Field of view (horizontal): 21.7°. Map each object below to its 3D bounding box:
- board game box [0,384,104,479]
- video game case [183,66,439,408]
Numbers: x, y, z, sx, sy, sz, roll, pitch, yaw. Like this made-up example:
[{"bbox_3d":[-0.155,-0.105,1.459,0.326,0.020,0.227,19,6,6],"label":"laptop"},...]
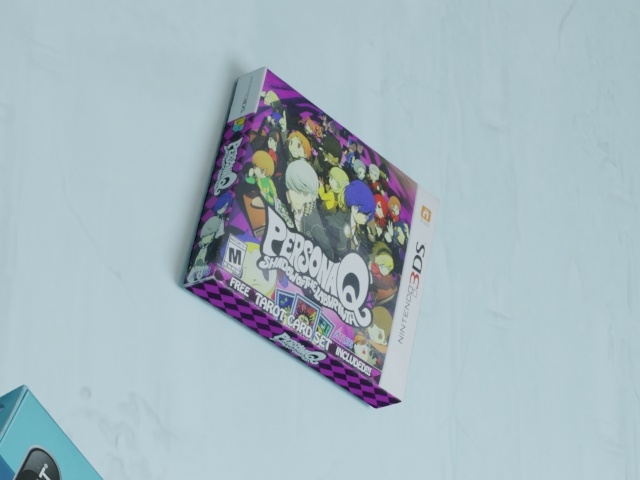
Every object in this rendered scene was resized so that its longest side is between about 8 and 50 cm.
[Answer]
[{"bbox_3d":[-0.151,0.298,1.065,0.336,0.079,0.254,54,24,-19],"label":"board game box"},{"bbox_3d":[0.000,0.000,1.409,0.232,0.042,0.210,36,52,-33],"label":"video game case"}]
